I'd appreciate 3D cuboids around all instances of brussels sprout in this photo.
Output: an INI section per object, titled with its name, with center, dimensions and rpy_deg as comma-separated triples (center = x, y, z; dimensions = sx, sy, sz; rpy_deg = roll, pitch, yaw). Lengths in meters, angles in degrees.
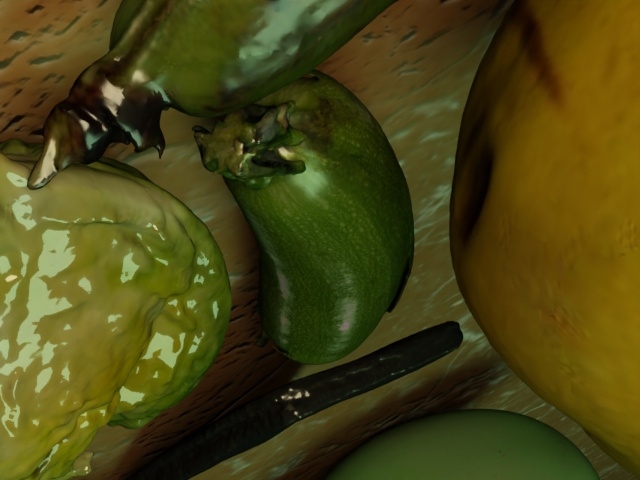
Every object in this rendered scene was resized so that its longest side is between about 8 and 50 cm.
[brussels sprout]
center = -0.103, 0.024, 0.529
dimensions = 0.139, 0.100, 0.181
rpy_deg = -28, 136, -8

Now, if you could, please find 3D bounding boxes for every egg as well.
[egg]
center = 0.100, 0.248, 1.167
dimensions = 0.270, 0.220, 0.220
rpy_deg = -30, 160, -19

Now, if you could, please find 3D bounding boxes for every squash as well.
[squash]
center = 0.002, -0.002, 0.654
dimensions = 0.080, 0.071, 0.318
rpy_deg = -49, 166, -12

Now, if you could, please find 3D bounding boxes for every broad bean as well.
[broad bean]
center = 0.048, -0.119, 0.459
dimensions = 0.339, 0.061, 0.077
rpy_deg = -30, 152, -5

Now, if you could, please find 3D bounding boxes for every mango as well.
[mango]
center = 0.240, -0.092, 0.523
dimensions = 0.445, 0.220, 0.301
rpy_deg = -41, -162, -1

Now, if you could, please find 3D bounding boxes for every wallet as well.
[wallet]
center = -0.026, 0.101, 0.858
dimensions = 0.124, 0.025, 0.244
rpy_deg = -20, 170, -33
